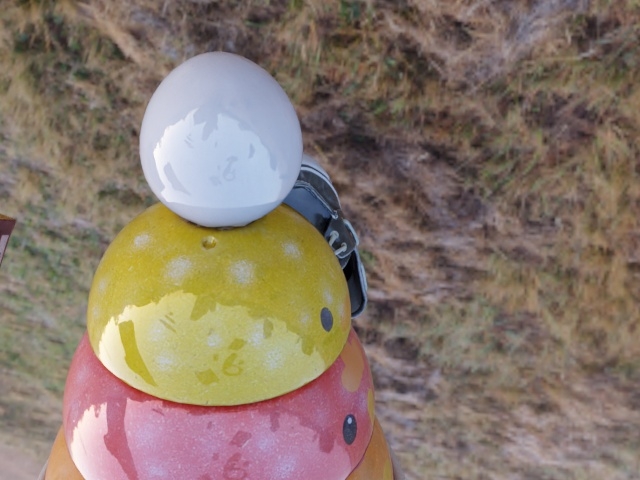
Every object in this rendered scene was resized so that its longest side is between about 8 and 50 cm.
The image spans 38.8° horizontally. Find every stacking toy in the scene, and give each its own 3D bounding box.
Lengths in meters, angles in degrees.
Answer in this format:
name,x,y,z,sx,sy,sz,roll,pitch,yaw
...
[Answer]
name,x,y,z,sx,sy,sz,roll,pitch,yaw
stacking toy,-0.082,0.082,0.738,0.351,0.350,0.479,6,125,4

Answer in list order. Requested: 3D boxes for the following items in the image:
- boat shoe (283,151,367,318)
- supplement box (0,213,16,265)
name,x,y,z,sx,sy,sz,roll,pitch,yaw
boat shoe,0.000,0.000,0.846,0.078,0.070,0.219,-34,143,-3
supplement box,-0.362,0.000,0.739,0.188,0.104,0.081,19,-178,7
